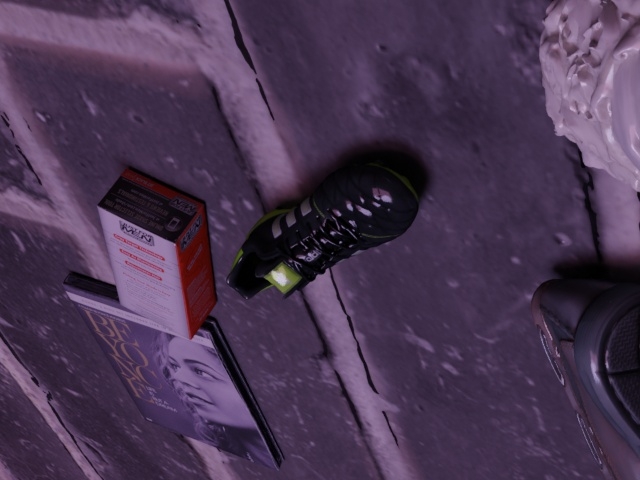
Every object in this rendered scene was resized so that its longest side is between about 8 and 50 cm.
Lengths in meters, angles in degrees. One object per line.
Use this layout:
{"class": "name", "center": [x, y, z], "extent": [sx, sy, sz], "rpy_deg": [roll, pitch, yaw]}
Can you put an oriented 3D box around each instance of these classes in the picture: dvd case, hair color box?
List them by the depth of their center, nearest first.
{"class": "hair color box", "center": [-0.123, 0.013, 1.043], "extent": [0.072, 0.043, 0.141], "rpy_deg": [25, 151, 15]}
{"class": "dvd case", "center": [-0.132, 0.124, 1.241], "extent": [0.164, 0.018, 0.221], "rpy_deg": [16, 146, 30]}

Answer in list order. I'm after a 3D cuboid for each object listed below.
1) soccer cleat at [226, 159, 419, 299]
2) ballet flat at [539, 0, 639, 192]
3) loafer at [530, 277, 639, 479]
{"class": "soccer cleat", "center": [0.000, 0.000, 0.870], "extent": [0.060, 0.072, 0.179], "rpy_deg": [43, 150, -15]}
{"class": "ballet flat", "center": [0.211, -0.071, 0.496], "extent": [0.147, 0.147, 0.409], "rpy_deg": [46, 149, -19]}
{"class": "loafer", "center": [0.213, 0.125, 0.847], "extent": [0.084, 0.096, 0.267], "rpy_deg": [25, 149, 58]}
